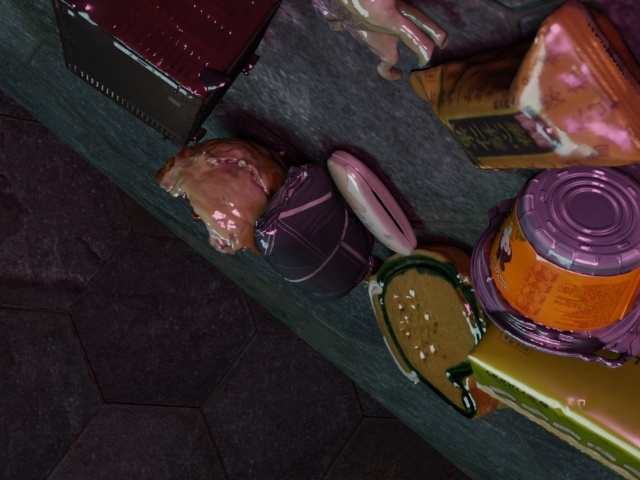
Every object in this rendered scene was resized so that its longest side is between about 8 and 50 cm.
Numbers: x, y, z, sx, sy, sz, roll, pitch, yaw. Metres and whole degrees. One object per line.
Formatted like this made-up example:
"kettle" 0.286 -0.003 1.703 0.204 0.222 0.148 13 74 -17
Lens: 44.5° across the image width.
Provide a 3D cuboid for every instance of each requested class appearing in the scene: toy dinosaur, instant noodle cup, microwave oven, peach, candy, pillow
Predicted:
"toy dinosaur" 0.041 -0.214 0.654 0.162 0.077 0.294 38 166 1
"instant noodle cup" 0.240 0.006 0.743 0.208 0.178 0.125 44 157 26
"microwave oven" -0.149 -0.231 0.822 0.178 0.188 0.247 38 166 -9
"peach" 0.102 0.069 1.460 0.077 0.050 0.083 55 173 45
"candy" 0.168 -0.110 0.658 0.143 0.101 0.271 48 169 -12
"pillow" 0.000 0.000 1.200 0.093 0.161 0.335 37 175 32

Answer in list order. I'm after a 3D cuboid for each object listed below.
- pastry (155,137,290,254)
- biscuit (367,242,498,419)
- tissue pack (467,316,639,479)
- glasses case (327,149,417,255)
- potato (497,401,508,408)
"pastry" -0.123 -0.083 1.273 0.237 0.170 0.256 36 -170 35
"biscuit" 0.182 0.149 1.235 0.287 0.057 0.344 66 157 4
"tissue pack" 0.331 0.135 0.839 0.275 0.200 0.167 30 166 25
"glasses case" 0.076 -0.052 1.129 0.081 0.051 0.204 30 164 53
"potato" 0.282 0.223 1.386 0.234 0.146 0.150 52 -169 -47
